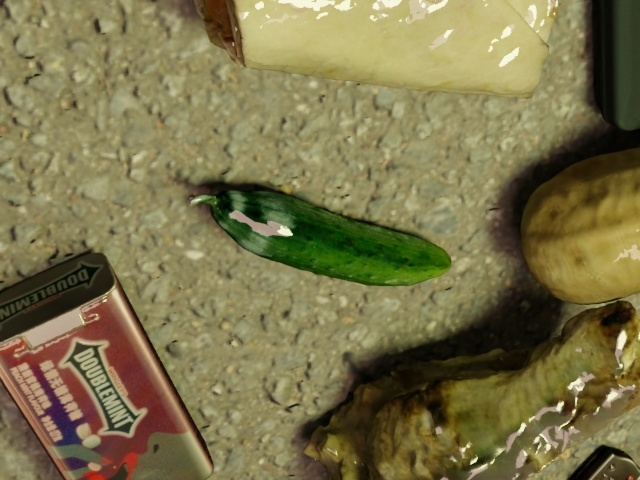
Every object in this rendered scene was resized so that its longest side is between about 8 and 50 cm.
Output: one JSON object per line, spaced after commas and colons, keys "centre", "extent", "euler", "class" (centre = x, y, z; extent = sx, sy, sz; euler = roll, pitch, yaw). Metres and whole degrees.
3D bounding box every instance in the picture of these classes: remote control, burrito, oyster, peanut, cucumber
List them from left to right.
{"centre": [0.000, 0.000, 1.090], "extent": [0.250, 0.056, 0.056], "euler": [17, 113, -29], "class": "cucumber"}
{"centre": [0.027, -0.185, 0.954], "extent": [0.299, 0.105, 0.143], "euler": [7, 120, -24], "class": "burrito"}
{"centre": [0.157, 0.174, 1.175], "extent": [0.337, 0.133, 0.197], "euler": [-34, 115, 9], "class": "oyster"}
{"centre": [0.243, 0.296, 1.373], "extent": [0.059, 0.028, 0.212], "euler": [34, 104, -29], "class": "remote control"}
{"centre": [0.289, -0.033, 1.121], "extent": [0.253, 0.137, 0.122], "euler": [-25, 99, 19], "class": "peanut"}

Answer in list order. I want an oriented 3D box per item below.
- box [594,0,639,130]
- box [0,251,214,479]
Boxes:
{"centre": [0.334, -0.189, 1.099], "extent": [0.230, 0.050, 0.160], "euler": [-16, 123, -11], "class": "box"}
{"centre": [-0.180, 0.127, 1.090], "extent": [0.120, 0.069, 0.224], "euler": [-27, 126, -4], "class": "box"}
